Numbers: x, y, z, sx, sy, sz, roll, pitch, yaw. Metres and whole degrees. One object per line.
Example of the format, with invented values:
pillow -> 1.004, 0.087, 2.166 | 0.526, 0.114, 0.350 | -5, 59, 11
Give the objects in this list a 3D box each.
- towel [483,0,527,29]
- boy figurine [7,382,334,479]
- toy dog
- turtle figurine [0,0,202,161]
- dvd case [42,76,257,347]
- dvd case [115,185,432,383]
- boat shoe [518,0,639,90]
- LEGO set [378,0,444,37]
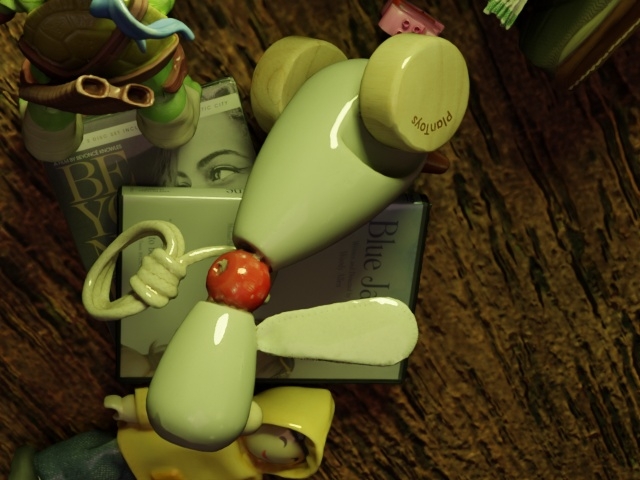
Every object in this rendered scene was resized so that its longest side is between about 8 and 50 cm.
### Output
towel -> 0.165, -0.226, 0.869 | 0.023, 0.113, 0.152 | 31, 110, -4
boy figurine -> -0.119, 0.201, 1.076 | 0.285, 0.092, 0.177 | -15, 116, 6
toy dog -> 0.000, 0.000, 0.899 | 0.334, 0.220, 0.161 | -50, 131, 5
turtle figurine -> -0.157, -0.183, 0.822 | 0.198, 0.266, 0.274 | -39, 74, -21
dvd case -> -0.119, -0.011, 1.003 | 0.164, 0.018, 0.221 | -15, 118, 2
dvd case -> -0.043, 0.042, 1.018 | 0.253, 0.022, 0.180 | 1, 117, -9
boat shoe -> 0.275, -0.238, 0.869 | 0.120, 0.122, 0.324 | 28, 112, -22
LEGO set -> 0.018, -0.218, 0.866 | 0.227, 0.093, 0.087 | 28, 111, -19
